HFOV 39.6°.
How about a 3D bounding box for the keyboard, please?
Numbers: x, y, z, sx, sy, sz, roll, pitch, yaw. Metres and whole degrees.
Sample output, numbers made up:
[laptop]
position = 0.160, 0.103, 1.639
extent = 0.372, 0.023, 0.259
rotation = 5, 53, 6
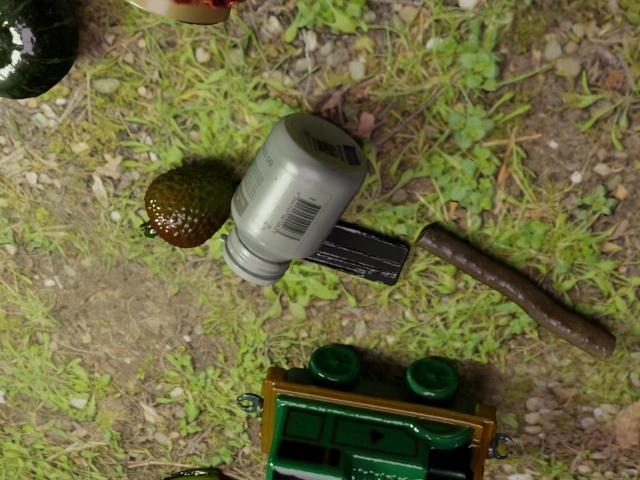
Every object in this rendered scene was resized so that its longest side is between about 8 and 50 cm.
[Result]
[keyboard]
position = 0.000, 0.000, 1.265
extent = 0.250, 0.017, 0.087
rotation = 16, 128, 0

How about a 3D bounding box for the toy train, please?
[toy train]
position = 0.074, 0.306, 1.326
extent = 0.429, 0.249, 0.178
rotation = 9, 126, 5

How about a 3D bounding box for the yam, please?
[yam]
position = 0.276, 0.073, 1.248
extent = 0.327, 0.045, 0.045
rotation = 31, 156, -10

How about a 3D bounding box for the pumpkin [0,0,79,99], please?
[pumpkin]
position = -0.379, -0.255, 1.090
extent = 0.167, 0.125, 0.167
rotation = -4, 121, -6

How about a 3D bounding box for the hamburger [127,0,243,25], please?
[hamburger]
position = -0.153, -0.328, 0.972
extent = 0.175, 0.175, 0.137
rotation = 19, 120, -2

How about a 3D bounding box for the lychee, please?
[lychee]
position = -0.184, -0.044, 1.213
extent = 0.146, 0.114, 0.114
rotation = -27, 118, 7

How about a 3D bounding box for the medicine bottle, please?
[medicine bottle]
position = -0.043, -0.047, 1.159
extent = 0.135, 0.135, 0.215
rotation = 29, 121, -10

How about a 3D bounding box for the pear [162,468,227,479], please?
[pear]
position = -0.201, 0.560, 1.571
extent = 0.292, 0.292, 0.159
rotation = 20, 136, -3
